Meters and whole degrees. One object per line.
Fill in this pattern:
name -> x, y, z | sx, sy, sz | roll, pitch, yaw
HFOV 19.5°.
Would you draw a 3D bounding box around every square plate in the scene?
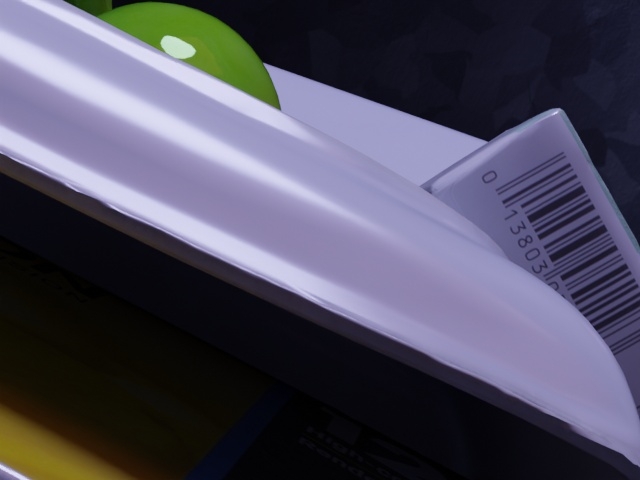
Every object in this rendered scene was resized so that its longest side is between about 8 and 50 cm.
square plate -> -0.079, -0.022, 0.562 | 0.344, 0.049, 0.347 | 28, -8, 2

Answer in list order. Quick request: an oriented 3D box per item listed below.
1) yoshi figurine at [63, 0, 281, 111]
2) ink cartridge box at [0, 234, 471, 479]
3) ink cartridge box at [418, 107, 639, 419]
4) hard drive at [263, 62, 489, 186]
yoshi figurine -> -0.140, -0.084, 0.839 | 0.362, 0.204, 0.203 | 31, 20, 18
ink cartridge box -> -0.065, 0.053, 0.507 | 0.303, 0.072, 0.307 | 27, 8, 3
ink cartridge box -> 0.089, 0.052, 0.667 | 0.181, 0.056, 0.224 | 60, -2, -1
hard drive -> -0.040, -0.044, 1.027 | 0.318, 0.040, 0.210 | 22, 27, 26
